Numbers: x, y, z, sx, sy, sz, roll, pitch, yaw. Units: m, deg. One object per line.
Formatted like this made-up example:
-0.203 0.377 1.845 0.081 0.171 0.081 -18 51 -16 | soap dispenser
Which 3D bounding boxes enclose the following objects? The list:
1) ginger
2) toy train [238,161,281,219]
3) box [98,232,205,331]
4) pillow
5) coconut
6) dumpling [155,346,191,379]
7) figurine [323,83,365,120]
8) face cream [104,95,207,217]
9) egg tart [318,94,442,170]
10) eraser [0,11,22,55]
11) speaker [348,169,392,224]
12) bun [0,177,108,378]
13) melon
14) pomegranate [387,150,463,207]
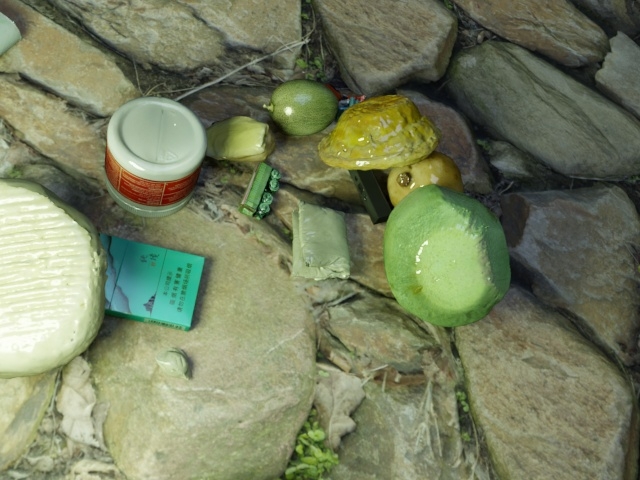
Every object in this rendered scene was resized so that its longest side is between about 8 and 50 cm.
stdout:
-0.197 -0.226 1.587 0.193 0.122 0.115 2 77 18 | ginger
-0.138 -0.116 1.568 0.071 0.038 0.148 23 57 -8 | toy train
-0.363 0.086 1.375 0.226 0.042 0.161 14 60 -12 | box
0.000 0.000 1.536 0.134 0.078 0.181 8 58 -20 | pillow
0.272 0.031 1.490 0.281 0.328 0.328 -40 79 12 | coconut
-0.286 0.238 1.327 0.077 0.043 0.059 20 36 -5 | dumpling
0.042 -0.358 1.749 0.140 0.068 0.075 15 62 -5 | figurine
-0.353 -0.177 1.432 0.201 0.187 0.201 9 61 -16 | face cream
0.136 -0.268 1.611 0.319 0.319 0.128 -24 118 -29 | egg tart
-0.800 -0.431 1.466 0.174 0.081 0.227 33 56 -2 | eraser
0.117 -0.133 1.669 0.046 0.040 0.191 -14 70 -25 | speaker
-0.547 0.068 1.215 0.360 0.211 0.360 2 78 -7 | bun
-0.049 -0.326 1.653 0.192 0.139 0.139 -5 66 -24 | melon
0.251 -0.133 1.639 0.196 0.196 0.196 9 61 -16 | pomegranate
